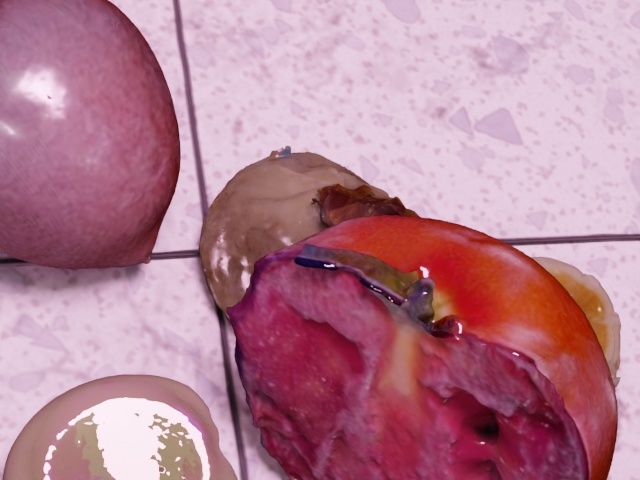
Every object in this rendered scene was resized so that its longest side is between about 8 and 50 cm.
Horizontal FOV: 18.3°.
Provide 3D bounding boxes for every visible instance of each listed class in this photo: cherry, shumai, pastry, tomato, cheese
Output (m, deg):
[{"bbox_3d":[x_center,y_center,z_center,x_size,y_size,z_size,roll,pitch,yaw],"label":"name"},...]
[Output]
[{"bbox_3d":[-0.220,-0.092,1.660,0.239,0.206,0.239,10,50,-13],"label":"cherry"},{"bbox_3d":[0.000,0.000,1.729,0.201,0.120,0.201,7,65,-16],"label":"shumai"},{"bbox_3d":[0.192,0.094,1.757,0.166,0.088,0.165,5,66,-11],"label":"pastry"},{"bbox_3d":[0.092,0.111,1.629,0.335,0.289,0.176,25,41,16],"label":"tomato"},{"bbox_3d":[-0.209,0.209,1.593,0.286,0.082,0.163,-22,72,-21],"label":"cheese"}]
